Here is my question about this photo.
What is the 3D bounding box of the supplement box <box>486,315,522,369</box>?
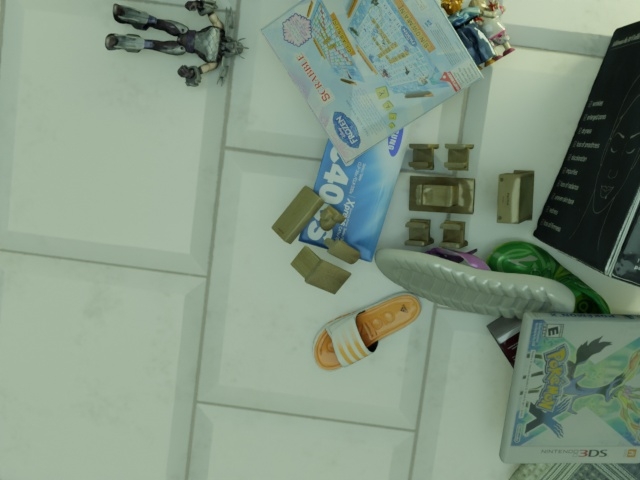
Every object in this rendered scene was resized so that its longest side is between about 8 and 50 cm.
[{"bbox_3d":[0.452,0.273,1.741,0.073,0.130,0.239,-34,94,5],"label":"supplement box"}]

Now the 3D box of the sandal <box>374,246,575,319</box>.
[{"bbox_3d":[0.317,0.074,1.699,0.417,0.169,0.102,14,61,20],"label":"sandal"}]

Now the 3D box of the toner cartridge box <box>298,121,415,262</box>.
[{"bbox_3d":[0.080,-0.143,1.731,0.165,0.075,0.347,16,98,0],"label":"toner cartridge box"}]

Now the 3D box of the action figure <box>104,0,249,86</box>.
[{"bbox_3d":[-0.290,-0.415,1.703,0.285,0.099,0.185,8,88,-3],"label":"action figure"}]

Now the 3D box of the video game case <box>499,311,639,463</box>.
[{"bbox_3d":[0.526,0.299,1.641,0.300,0.036,0.328,2,109,-8],"label":"video game case"}]

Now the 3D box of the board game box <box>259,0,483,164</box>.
[{"bbox_3d":[0.098,-0.366,1.605,0.318,0.066,0.318,-31,96,16],"label":"board game box"}]

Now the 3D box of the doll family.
[{"bbox_3d":[0.269,-0.407,1.669,0.263,0.118,0.163,-30,95,6],"label":"doll family"}]

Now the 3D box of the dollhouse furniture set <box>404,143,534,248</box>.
[{"bbox_3d":[0.309,-0.095,1.721,0.242,0.161,0.212,4,98,24],"label":"dollhouse furniture set"}]

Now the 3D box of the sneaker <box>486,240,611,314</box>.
[{"bbox_3d":[0.488,0.095,1.721,0.296,0.123,0.109,30,98,-1],"label":"sneaker"}]

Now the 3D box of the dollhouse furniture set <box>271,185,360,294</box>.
[{"bbox_3d":[0.000,0.000,1.702,0.144,0.123,0.151,-51,57,8],"label":"dollhouse furniture set"}]

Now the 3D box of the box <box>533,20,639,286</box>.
[{"bbox_3d":[0.659,-0.149,1.505,0.298,0.480,0.471,18,98,-2],"label":"box"}]

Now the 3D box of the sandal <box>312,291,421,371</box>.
[{"bbox_3d":[0.096,0.194,1.772,0.265,0.076,0.102,-32,95,6],"label":"sandal"}]

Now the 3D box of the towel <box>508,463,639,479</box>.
[{"bbox_3d":[0.614,0.505,1.761,0.312,0.056,0.324,42,93,16],"label":"towel"}]
